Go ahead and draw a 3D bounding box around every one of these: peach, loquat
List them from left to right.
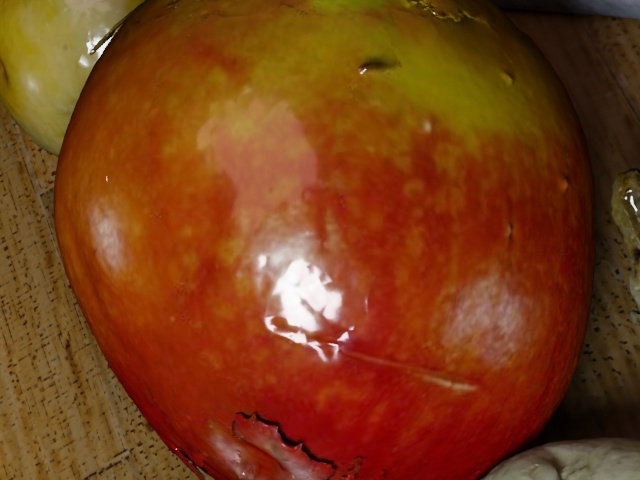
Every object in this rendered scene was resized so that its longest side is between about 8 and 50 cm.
[{"bbox_3d":[-0.154,-0.163,1.462,0.213,0.213,0.213,-11,61,20],"label":"loquat"},{"bbox_3d":[0.000,0.000,1.231,0.370,0.370,0.370,-11,61,20],"label":"peach"}]

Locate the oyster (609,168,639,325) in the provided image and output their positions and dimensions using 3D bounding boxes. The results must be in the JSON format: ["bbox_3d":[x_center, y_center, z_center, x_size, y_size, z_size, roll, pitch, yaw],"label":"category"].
[{"bbox_3d":[0.287,0.086,1.176,0.078,0.129,0.345,-16,58,-32],"label":"oyster"}]

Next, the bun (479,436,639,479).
[{"bbox_3d":[0.157,0.207,1.131,0.193,0.128,0.178,6,97,3],"label":"bun"}]

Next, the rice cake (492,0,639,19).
[{"bbox_3d":[0.148,-0.205,1.426,0.365,0.056,0.073,9,67,28],"label":"rice cake"}]
